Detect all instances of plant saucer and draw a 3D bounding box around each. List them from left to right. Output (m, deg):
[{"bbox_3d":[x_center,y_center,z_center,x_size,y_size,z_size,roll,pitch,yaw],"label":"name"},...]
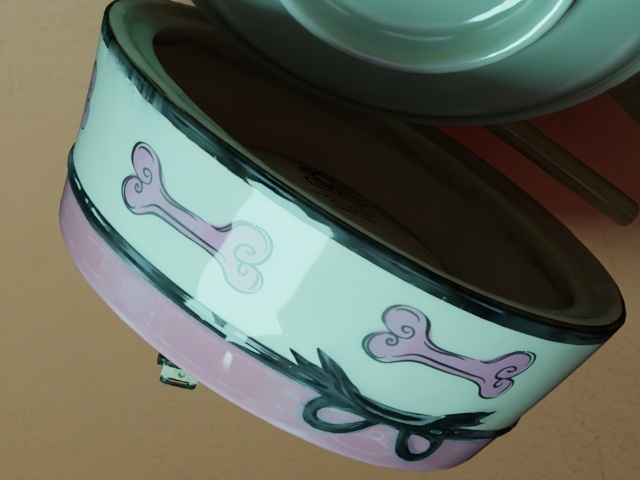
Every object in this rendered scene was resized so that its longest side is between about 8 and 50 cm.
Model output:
[{"bbox_3d":[0.067,-0.216,1.150,0.401,0.100,0.400,6,130,7],"label":"plant saucer"}]

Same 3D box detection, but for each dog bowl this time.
[{"bbox_3d":[0.000,0.000,1.278,0.408,0.408,0.150,26,107,-18],"label":"dog bowl"}]

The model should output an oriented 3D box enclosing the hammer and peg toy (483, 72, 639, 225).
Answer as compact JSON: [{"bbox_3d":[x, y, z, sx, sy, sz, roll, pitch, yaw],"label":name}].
[{"bbox_3d":[0.232,-0.177,1.310,0.361,0.127,0.266,-30,124,31],"label":"hammer and peg toy"}]

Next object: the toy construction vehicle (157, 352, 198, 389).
[{"bbox_3d":[-0.105,0.089,1.639,0.098,0.035,0.086,13,121,-11],"label":"toy construction vehicle"}]
